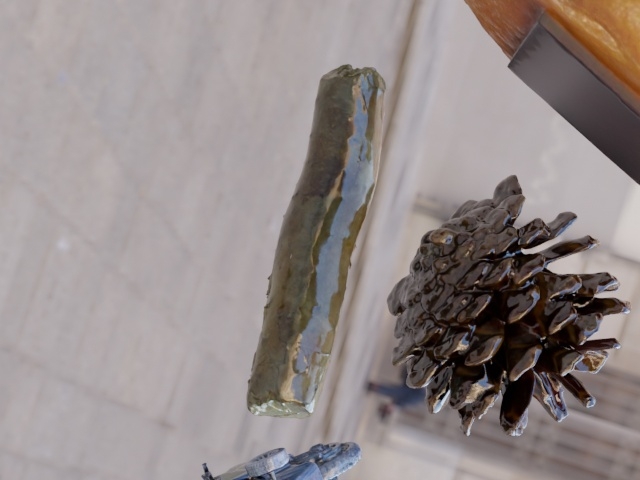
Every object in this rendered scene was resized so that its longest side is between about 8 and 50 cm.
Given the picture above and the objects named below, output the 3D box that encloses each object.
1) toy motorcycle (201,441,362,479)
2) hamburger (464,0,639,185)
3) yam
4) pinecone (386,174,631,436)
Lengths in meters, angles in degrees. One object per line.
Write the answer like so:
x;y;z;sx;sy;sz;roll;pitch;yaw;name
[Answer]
-0.063;0.218;1.372;0.254;0.135;0.092;-33;101;-62;toy motorcycle
0.232;-0.156;1.034;0.225;0.291;0.291;-45;172;-2;hamburger
0.000;0.000;1.513;0.071;0.067;0.317;26;70;-39;yam
0.166;0.071;1.566;0.202;0.201;0.229;117;-1;-57;pinecone
